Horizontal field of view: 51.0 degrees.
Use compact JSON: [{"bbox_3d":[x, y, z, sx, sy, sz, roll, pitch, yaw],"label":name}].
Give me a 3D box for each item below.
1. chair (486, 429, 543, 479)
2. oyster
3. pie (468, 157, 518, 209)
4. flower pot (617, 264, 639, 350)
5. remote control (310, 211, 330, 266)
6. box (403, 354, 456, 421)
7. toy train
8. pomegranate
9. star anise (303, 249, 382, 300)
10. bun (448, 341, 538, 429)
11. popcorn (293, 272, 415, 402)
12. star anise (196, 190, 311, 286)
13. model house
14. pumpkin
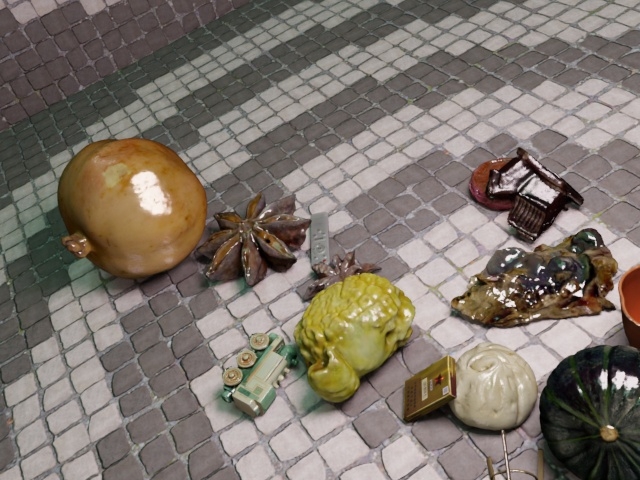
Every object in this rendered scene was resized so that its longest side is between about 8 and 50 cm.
[{"bbox_3d":[0.335,0.444,1.127,0.095,0.104,0.221,8,45,6],"label":"chair"},{"bbox_3d":[0.459,0.069,1.461,0.361,0.096,0.221,-9,37,10],"label":"oyster"},{"bbox_3d":[0.468,-0.144,1.701,0.182,0.049,0.182,-8,42,7],"label":"pie"},{"bbox_3d":[0.649,0.152,1.234,0.190,0.173,0.191,-12,42,12],"label":"flower pot"},{"bbox_3d":[0.000,0.000,1.764,0.050,0.027,0.184,-12,48,12],"label":"remote control"},{"bbox_3d":[0.214,0.293,1.321,0.133,0.023,0.090,-43,28,38],"label":"box"},{"bbox_3d":[-0.131,0.291,1.483,0.125,0.081,0.194,23,55,25],"label":"toy train"},{"bbox_3d":[-0.517,-0.083,1.792,0.411,0.411,0.411,-11,43,11],"label":"pomegranate"},{"bbox_3d":[0.049,0.089,1.621,0.195,0.065,0.182,19,56,38],"label":"star anise"},{"bbox_3d":[0.330,0.272,1.294,0.183,0.102,0.183,-10,46,10],"label":"bun"},{"bbox_3d":[0.056,0.192,1.440,0.286,0.174,0.225,-46,36,-12],"label":"popcorn"},{"bbox_3d":[-0.170,-0.002,1.769,0.331,0.117,0.332,-15,48,17],"label":"star anise"},{"bbox_3d":[0.488,-0.109,1.585,0.164,0.141,0.203,-49,65,11],"label":"model house"},{"bbox_3d":[0.504,0.300,1.135,0.250,0.216,0.250,-12,69,34],"label":"pumpkin"}]
